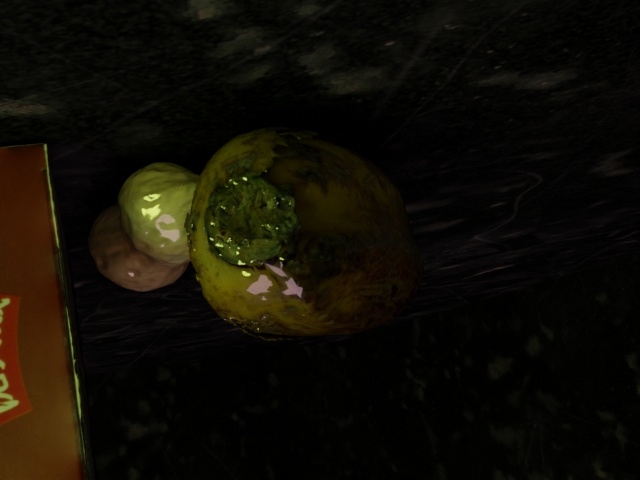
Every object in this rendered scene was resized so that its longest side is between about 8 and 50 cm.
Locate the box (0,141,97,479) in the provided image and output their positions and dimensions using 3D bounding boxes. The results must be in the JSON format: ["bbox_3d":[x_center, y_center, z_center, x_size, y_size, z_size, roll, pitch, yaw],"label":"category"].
[{"bbox_3d":[-0.294,0.133,0.846,0.122,0.345,0.385,-7,168,-15],"label":"box"}]

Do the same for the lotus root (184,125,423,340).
[{"bbox_3d":[0.000,0.000,0.857,0.179,0.196,0.397,-3,172,18],"label":"lotus root"}]

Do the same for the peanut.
[{"bbox_3d":[-0.169,-0.010,0.891,0.117,0.101,0.263,-28,178,-29],"label":"peanut"}]
